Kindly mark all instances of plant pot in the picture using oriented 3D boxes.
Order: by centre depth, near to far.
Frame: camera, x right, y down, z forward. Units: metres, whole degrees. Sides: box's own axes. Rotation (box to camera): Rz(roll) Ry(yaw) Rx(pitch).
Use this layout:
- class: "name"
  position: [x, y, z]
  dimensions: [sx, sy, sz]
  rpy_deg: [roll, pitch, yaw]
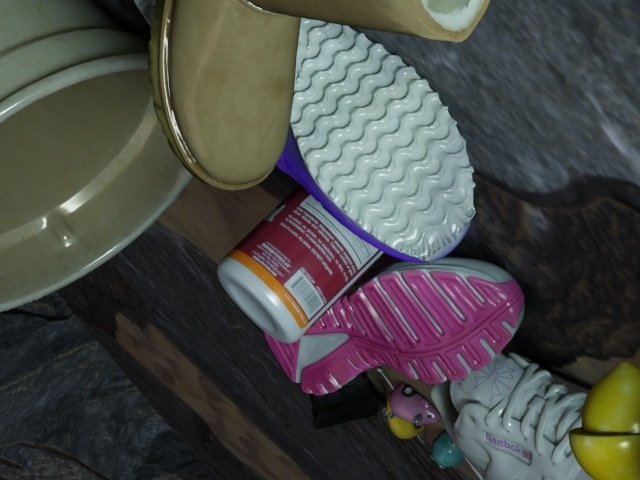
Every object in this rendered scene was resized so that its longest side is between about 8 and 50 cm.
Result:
- class: "plant pot"
  position: [-0.315, -0.151, 1.239]
  dimensions: [0.305, 0.334, 0.334]
  rpy_deg: [52, 167, 20]

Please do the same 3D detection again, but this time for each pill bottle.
- class: "pill bottle"
  position: [0.000, 0.000, 1.034]
  dimensions: [0.086, 0.152, 0.086]
  rpy_deg: [41, 163, 15]

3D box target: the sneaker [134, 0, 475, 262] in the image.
- class: "sneaker"
  position: [-0.004, -0.091, 0.950]
  dimensions: [0.293, 0.102, 0.146]
  rpy_deg: [45, 171, 14]

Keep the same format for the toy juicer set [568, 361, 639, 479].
- class: "toy juicer set"
  position: [0.211, 0.100, 0.644]
  dimensions: [0.089, 0.329, 0.209]
  rpy_deg: [33, -172, -16]

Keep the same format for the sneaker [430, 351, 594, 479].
- class: "sneaker"
  position: [0.174, 0.159, 1.056]
  dimensions: [0.152, 0.114, 0.305]
  rpy_deg: [47, 164, -10]

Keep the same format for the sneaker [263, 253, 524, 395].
- class: "sneaker"
  position: [0.068, 0.050, 1.096]
  dimensions: [0.252, 0.111, 0.103]
  rpy_deg: [-11, 112, 45]

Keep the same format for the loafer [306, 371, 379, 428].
- class: "loafer"
  position: [0.022, 0.158, 1.528]
  dimensions: [0.220, 0.080, 0.078]
  rpy_deg: [92, 164, -70]

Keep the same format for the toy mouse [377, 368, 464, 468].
- class: "toy mouse"
  position: [0.114, 0.207, 1.464]
  dimensions: [0.143, 0.031, 0.161]
  rpy_deg: [24, 153, 52]

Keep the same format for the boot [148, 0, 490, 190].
- class: "boot"
  position: [-0.005, -0.127, 0.720]
  dimensions: [0.269, 0.089, 0.236]
  rpy_deg: [19, 117, 58]
